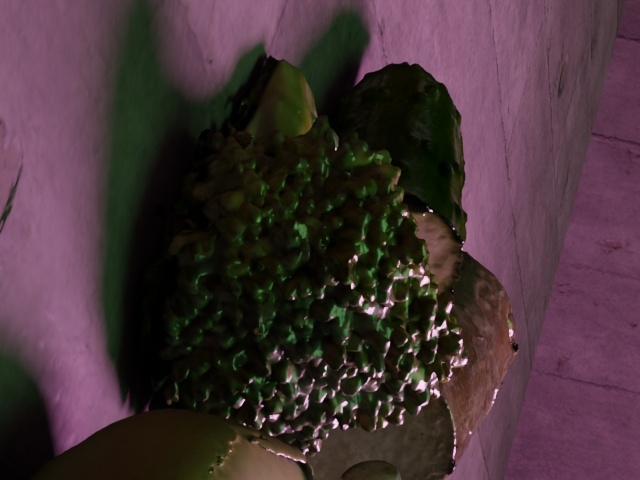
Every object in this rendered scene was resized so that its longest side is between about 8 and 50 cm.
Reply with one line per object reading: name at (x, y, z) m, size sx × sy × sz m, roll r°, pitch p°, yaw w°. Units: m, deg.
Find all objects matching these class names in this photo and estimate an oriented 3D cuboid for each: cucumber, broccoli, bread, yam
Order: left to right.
bread at (-0.103, 0.172, 0.838) m, size 0.261 × 0.158 × 0.156 m, roll -47°, pitch 134°, yaw -60°
broccoli at (0.010, 0.011, 1.045) m, size 0.242 × 0.180 × 0.273 m, roll 83°, pitch 24°, yaw -51°
cucumber at (0.057, -0.062, 1.309) m, size 0.244 × 0.134 × 0.134 m, roll -81°, pitch 173°, yaw -47°
yam at (0.072, 0.108, 1.433) m, size 0.304 × 0.168 × 0.168 m, roll -45°, pitch 145°, yaw -62°

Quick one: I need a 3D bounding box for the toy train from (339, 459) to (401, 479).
toy train at (0.036, 0.312, 1.171) m, size 0.194 × 0.120 × 0.298 m, roll -50°, pitch 136°, yaw -59°
